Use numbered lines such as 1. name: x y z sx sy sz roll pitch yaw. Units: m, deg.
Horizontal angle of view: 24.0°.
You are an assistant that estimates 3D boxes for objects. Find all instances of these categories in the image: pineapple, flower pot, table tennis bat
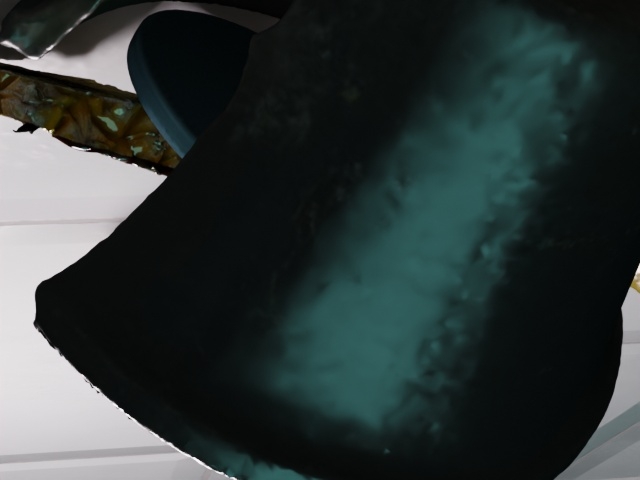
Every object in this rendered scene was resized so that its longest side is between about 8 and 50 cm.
1. pineapple: -0.174 -0.087 0.929 0.221 0.047 0.221 16 -177 -1
2. flower pot: 0.051 -0.085 0.732 0.379 0.379 0.251 6 136 -31
3. table tennis bat: 0.020 -0.031 0.897 0.044 0.329 0.215 -55 165 23

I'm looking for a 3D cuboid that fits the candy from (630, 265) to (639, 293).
1. candy: 0.275 -0.063 0.920 0.260 0.260 0.118 -9 141 8
